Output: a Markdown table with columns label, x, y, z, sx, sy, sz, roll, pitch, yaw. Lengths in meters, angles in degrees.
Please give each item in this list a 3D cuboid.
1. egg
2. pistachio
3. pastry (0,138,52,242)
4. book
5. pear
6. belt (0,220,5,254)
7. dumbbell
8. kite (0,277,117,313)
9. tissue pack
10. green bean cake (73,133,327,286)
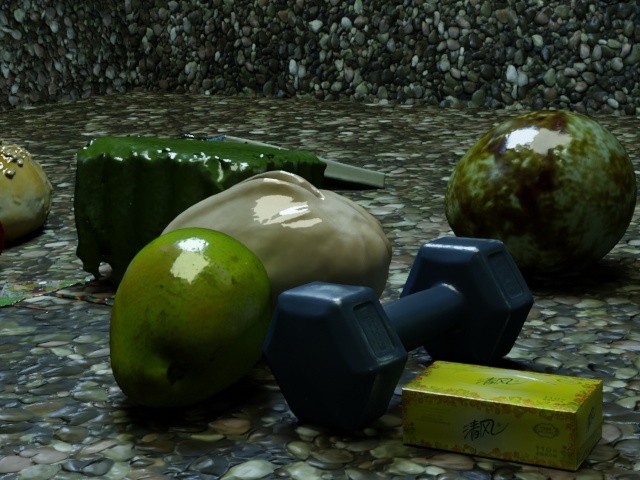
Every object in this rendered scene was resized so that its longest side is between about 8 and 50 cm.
| label | x | y | z | sx | sy | sz | roll | pitch | yaw |
| --- | --- | --- | --- | --- | --- | --- | --- | --- | --- |
| egg | 0.310 | -0.067 | 1.778 | 0.289 | 0.238 | 0.238 | -5 | 10 | 34 |
| pistachio | -0.069 | 0.028 | 1.520 | 0.318 | 0.213 | 0.193 | -11 | 10 | 22 |
| pastry | -0.622 | -0.099 | 2.191 | 0.285 | 0.184 | 0.316 | -6 | 13 | -17 |
| book | -0.089 | -0.137 | 2.259 | 0.300 | 0.039 | 0.428 | 13 | -2 | -18 |
| pear | -0.144 | 0.088 | 1.338 | 0.188 | 0.187 | 0.219 | 2 | 28 | 18 |
| belt | -0.589 | -0.002 | 1.899 | 0.201 | 0.128 | 0.124 | -7 | 13 | -23 |
| dumbbell | 0.089 | 0.092 | 1.338 | 0.156 | 0.143 | 0.316 | 4 | 15 | 41 |
| kite | -0.381 | 0.077 | 1.785 | 0.244 | 0.006 | 0.198 | 7 | 16 | 36 |
| tissue pack | 0.176 | 0.165 | 1.195 | 0.176 | 0.062 | 0.095 | 6 | 16 | 28 |
| green bean cake | -0.174 | -0.043 | 1.864 | 0.335 | 0.218 | 0.319 | 10 | 10 | 23 |
